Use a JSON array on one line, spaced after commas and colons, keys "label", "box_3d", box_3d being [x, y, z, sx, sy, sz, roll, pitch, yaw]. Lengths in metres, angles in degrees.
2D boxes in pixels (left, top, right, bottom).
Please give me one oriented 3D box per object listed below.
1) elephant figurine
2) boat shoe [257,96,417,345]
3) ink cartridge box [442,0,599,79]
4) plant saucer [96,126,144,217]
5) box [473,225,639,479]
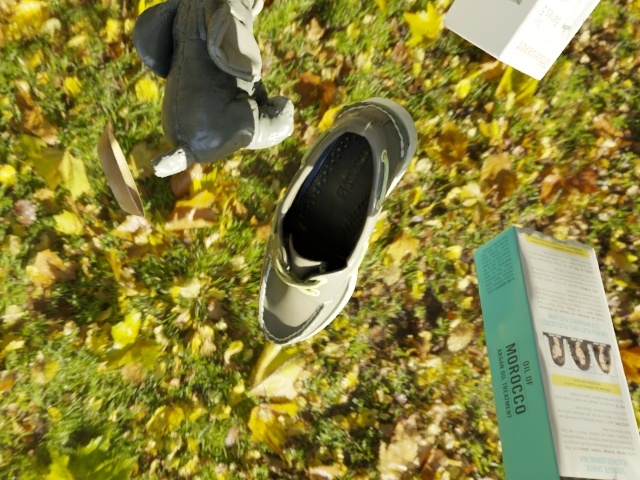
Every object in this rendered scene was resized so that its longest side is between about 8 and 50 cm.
[{"label": "elephant figurine", "box_3d": [-0.129, -0.223, 0.764, 0.170, 0.186, 0.239, -11, 113, -3]}, {"label": "boat shoe", "box_3d": [-0.004, -0.002, 0.677, 0.109, 0.091, 0.305, 32, 120, 11]}, {"label": "ink cartridge box", "box_3d": [0.324, -0.381, 0.926, 0.115, 0.198, 0.272, 44, 116, 24]}, {"label": "plant saucer", "box_3d": [-0.174, -0.056, 0.567, 0.015, 0.083, 0.083, -21, 89, -8]}, {"label": "box", "box_3d": [0.203, 0.114, 0.564, 0.101, 0.060, 0.244, 13, 59, -23]}]
